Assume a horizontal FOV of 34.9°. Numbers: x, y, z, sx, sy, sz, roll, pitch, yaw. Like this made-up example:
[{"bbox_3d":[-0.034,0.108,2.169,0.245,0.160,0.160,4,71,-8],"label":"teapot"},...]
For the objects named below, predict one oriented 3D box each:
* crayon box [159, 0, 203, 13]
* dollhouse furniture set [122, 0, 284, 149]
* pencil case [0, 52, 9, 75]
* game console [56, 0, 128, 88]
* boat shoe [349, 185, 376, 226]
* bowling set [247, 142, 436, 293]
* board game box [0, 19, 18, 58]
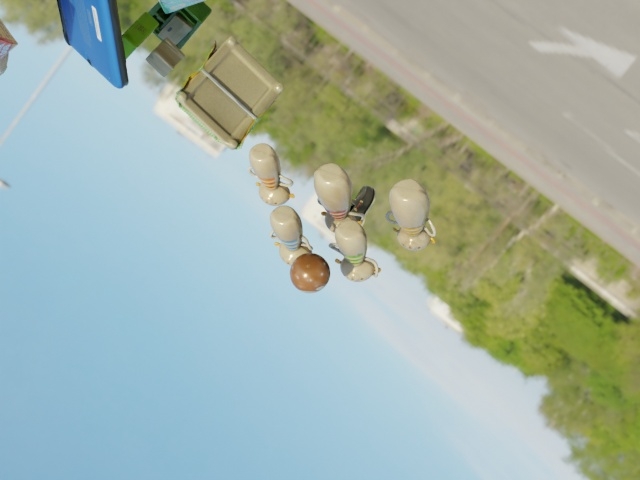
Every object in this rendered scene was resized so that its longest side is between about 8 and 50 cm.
[{"bbox_3d":[-0.242,-0.462,1.587,0.278,0.081,0.165,-137,27,-83],"label":"crayon box"},{"bbox_3d":[-0.248,-0.317,1.981,0.301,0.197,0.151,43,150,-13],"label":"dollhouse furniture set"},{"bbox_3d":[-0.868,-0.413,2.105,0.183,0.159,0.410,35,-156,35],"label":"pencil case"},{"bbox_3d":[-0.364,-0.456,1.739,0.250,0.173,0.293,43,153,24],"label":"game console"},{"bbox_3d":[0.059,-0.053,1.730,0.042,0.049,0.133,38,-133,-11],"label":"boat shoe"},{"bbox_3d":[0.000,0.000,1.418,0.287,0.199,0.154,18,155,17],"label":"bowling set"},{"bbox_3d":[-0.784,-0.366,1.603,0.356,0.357,0.356,54,-170,2],"label":"board game box"}]
